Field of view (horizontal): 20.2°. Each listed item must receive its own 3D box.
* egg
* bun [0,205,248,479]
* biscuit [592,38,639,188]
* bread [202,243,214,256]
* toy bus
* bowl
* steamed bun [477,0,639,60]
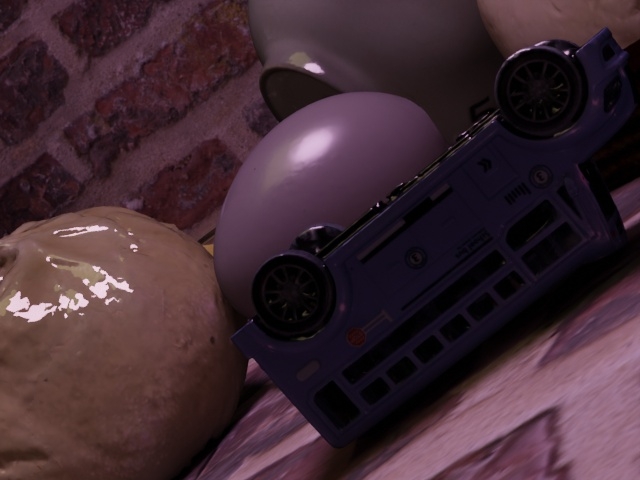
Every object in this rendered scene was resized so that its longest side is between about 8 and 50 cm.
[{"bbox_3d":[0.009,-0.022,1.544,0.232,0.176,0.176,-48,8,-13],"label":"egg"},{"bbox_3d":[-0.250,0.102,1.581,0.364,0.202,0.364,-25,30,15],"label":"bun"},{"bbox_3d":[0.258,-0.116,1.236,0.106,0.070,0.252,-43,7,-36],"label":"biscuit"},{"bbox_3d":[-0.149,0.097,2.306,0.264,0.163,0.167,-5,-14,-30],"label":"bread"},{"bbox_3d":[0.090,-0.005,1.112,0.292,0.133,0.125,-40,0,15],"label":"toy bus"},{"bbox_3d":[0.057,-0.187,1.842,0.185,0.354,0.354,-54,11,-20],"label":"bowl"},{"bbox_3d":[0.273,-0.273,1.580,0.312,0.233,0.334,-38,4,-7],"label":"steamed bun"}]
